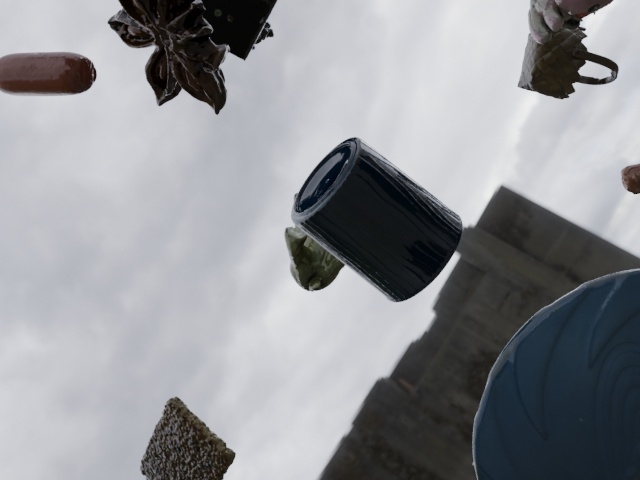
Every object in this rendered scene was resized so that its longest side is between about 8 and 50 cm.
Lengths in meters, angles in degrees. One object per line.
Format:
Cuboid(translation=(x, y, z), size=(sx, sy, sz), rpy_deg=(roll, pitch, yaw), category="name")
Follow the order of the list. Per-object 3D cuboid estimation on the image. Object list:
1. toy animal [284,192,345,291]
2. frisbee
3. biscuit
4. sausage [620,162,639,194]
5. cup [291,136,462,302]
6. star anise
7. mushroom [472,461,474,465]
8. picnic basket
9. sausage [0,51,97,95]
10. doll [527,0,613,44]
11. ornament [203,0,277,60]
Cuboid(translation=(0.000, 0.000, 1.215), size=(0.218, 0.103, 0.101), rpy_deg=(-85, 7, -62), category="toy animal")
Cuboid(translation=(0.272, 0.165, 0.761), size=(0.289, 0.289, 0.049), rpy_deg=(-63, 15, 9), category="frisbee")
Cuboid(translation=(-0.207, 0.336, 1.346), size=(0.026, 0.131, 0.237), rpy_deg=(-34, -19, -42), category="biscuit")
Cuboid(translation=(0.448, -0.099, 1.099), size=(0.158, 0.042, 0.036), rpy_deg=(-24, 9, 11), category="sausage")
Cuboid(translation=(0.049, -0.026, 0.918), size=(0.113, 0.138, 0.150), rpy_deg=(-53, 19, -1), category="cup")
Cuboid(translation=(-0.213, -0.294, 1.288), size=(0.099, 0.214, 0.220), rpy_deg=(-40, -35, -34), category="star anise")
Cuboid(translation=(0.321, 0.316, 1.406), size=(0.187, 0.061, 0.060), rpy_deg=(-6, -69, -15), category="mushroom")
Cuboid(translation=(0.481, -0.339, 1.717), size=(0.128, 0.178, 0.138), rpy_deg=(106, 176, -86), category="picnic basket")
Cuboid(translation=(-0.389, -0.232, 1.252), size=(0.062, 0.154, 0.062), rpy_deg=(3, -90, -70), category="sausage")
Cuboid(translation=(0.423, -0.408, 1.486), size=(0.149, 0.095, 0.192), rpy_deg=(-28, -4, -31), category="doll")
Cuboid(translation=(-0.138, -0.377, 1.497), size=(0.166, 0.153, 0.196), rpy_deg=(-60, -8, 4), category="ornament")
